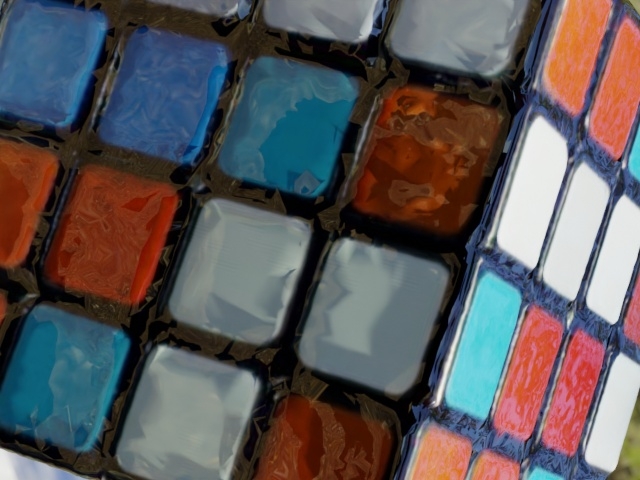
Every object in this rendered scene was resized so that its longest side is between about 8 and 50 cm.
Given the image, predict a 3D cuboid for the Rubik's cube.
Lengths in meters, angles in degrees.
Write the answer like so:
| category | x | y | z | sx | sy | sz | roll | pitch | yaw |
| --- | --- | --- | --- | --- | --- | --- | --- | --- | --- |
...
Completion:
| category | x | y | z | sx | sy | sz | roll | pitch | yaw |
| --- | --- | --- | --- | --- | --- | --- | --- | --- | --- |
| Rubik's cube | 0.000 | 0.000 | 0.536 | 0.151 | 0.154 | 0.155 | 27 | 80 | -63 |
